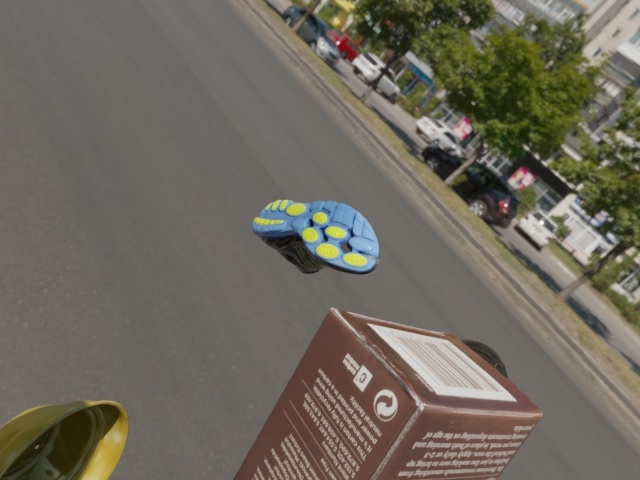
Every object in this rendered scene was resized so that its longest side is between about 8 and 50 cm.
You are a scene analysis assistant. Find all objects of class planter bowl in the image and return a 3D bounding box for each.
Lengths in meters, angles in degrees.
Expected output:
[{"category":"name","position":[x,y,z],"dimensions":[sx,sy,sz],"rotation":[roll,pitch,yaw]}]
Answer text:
[{"category":"planter bowl","position":[-0.363,0.283,0.677],"dimensions":[0.090,0.217,0.217],"rotation":[26,11,21]}]

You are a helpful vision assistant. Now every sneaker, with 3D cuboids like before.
[{"category":"sneaker","position":[0.000,0.000,0.583],"dimensions":[0.188,0.067,0.078],"rotation":[14,-27,49]}]

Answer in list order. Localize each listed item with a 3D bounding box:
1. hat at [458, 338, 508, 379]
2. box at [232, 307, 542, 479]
[{"category":"hat","position":[0.158,0.294,0.886],"dimensions":[0.331,0.331,0.134],"rotation":[32,1,-28]},{"category":"box","position":[0.021,0.268,0.514],"dimensions":[0.191,0.381,0.143],"rotation":[19,15,-39]}]
